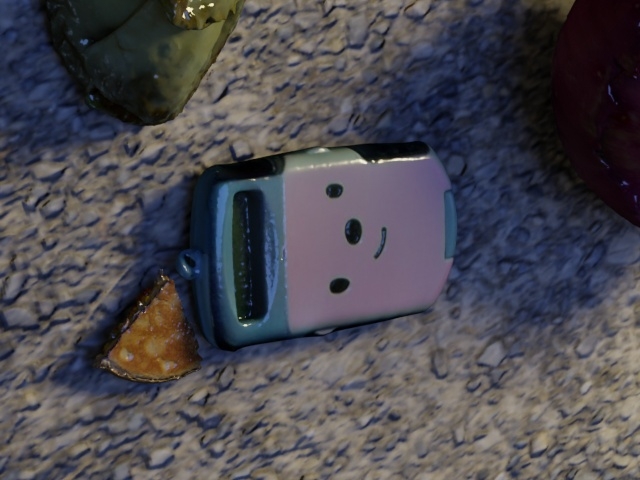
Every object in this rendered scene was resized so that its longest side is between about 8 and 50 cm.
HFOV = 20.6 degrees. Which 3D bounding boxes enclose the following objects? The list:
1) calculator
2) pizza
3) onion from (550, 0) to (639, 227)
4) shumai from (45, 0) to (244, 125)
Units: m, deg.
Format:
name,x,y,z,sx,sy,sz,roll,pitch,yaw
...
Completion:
name,x,y,z,sx,sy,sz,roll,pitch,yaw
calculator,0.000,0.000,1.566,0.293,0.051,0.173,-9,105,-32
pizza,-0.139,0.088,1.508,0.100,0.029,0.099,-54,130,-11
onion,0.386,-0.166,1.664,0.358,0.345,0.358,-5,109,-16
shumai,-0.117,-0.179,1.402,0.184,0.142,0.184,-4,98,-32
